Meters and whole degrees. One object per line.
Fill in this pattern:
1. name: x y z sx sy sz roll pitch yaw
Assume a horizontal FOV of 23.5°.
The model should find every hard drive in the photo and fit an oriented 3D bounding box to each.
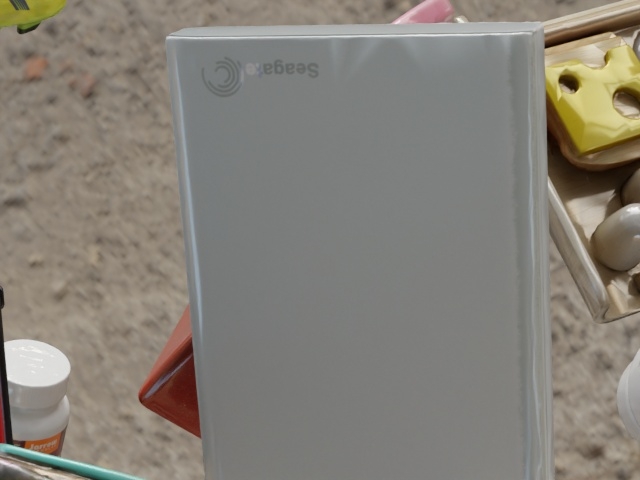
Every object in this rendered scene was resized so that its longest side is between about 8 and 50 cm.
1. hard drive: 0.025 0.037 0.844 0.203 0.308 0.040 2 17 20

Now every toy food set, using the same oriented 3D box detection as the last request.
1. toy food set: 0.258 -0.092 1.038 0.306 0.092 0.220 -17 71 -24

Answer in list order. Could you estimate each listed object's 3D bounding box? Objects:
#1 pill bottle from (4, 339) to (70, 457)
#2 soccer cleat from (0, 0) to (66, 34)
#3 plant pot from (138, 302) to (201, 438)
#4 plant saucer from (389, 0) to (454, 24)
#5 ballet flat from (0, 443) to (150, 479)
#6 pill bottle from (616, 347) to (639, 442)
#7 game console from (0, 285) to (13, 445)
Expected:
1. pill bottle: -0.383 0.244 1.941 0.121 0.221 0.121 13 28 -7
2. soccer cleat: -0.311 -0.230 1.115 0.121 0.289 0.093 -63 31 25
3. plant pot: -0.019 0.107 1.850 0.267 0.236 0.267 31 42 -5
4. plant saucer: 0.029 -0.151 1.753 0.332 0.332 0.084 -37 91 -1
5. ballet flat: -0.121 0.090 0.489 0.221 0.077 0.079 23 70 -3
6. pill bottle: 0.346 0.129 1.361 0.131 0.229 0.131 2 77 -7
7. game console: -0.268 0.038 1.065 0.060 0.386 0.342 -9 86 -21
